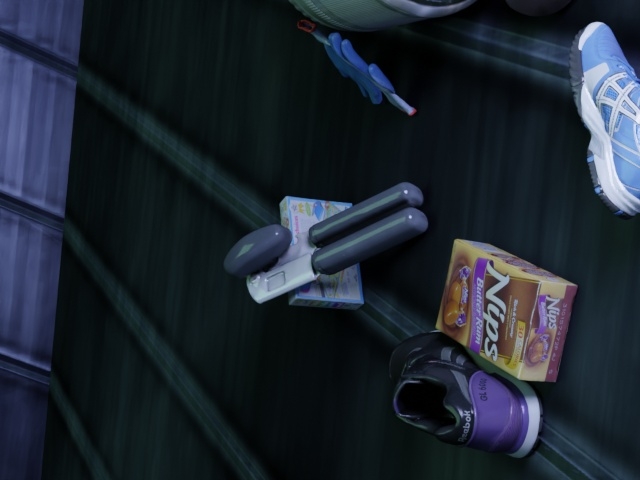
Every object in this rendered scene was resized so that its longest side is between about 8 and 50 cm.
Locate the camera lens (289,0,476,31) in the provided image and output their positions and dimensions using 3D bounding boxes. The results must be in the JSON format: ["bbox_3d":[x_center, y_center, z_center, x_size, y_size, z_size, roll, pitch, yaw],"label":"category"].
[{"bbox_3d":[0.079,-0.370,1.568,0.274,0.219,0.219,-173,89,-65],"label":"camera lens"}]

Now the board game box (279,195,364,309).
[{"bbox_3d":[0.001,0.017,1.792,0.026,0.103,0.154,136,135,-54],"label":"board game box"}]

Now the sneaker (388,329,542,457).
[{"bbox_3d":[0.126,0.161,1.467,0.283,0.124,0.107,-159,77,-65],"label":"sneaker"}]

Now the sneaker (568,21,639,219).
[{"bbox_3d":[0.297,-0.124,1.241,0.081,0.080,0.211,-30,56,35],"label":"sneaker"}]

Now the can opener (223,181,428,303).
[{"bbox_3d":[0.000,0.000,1.676,0.283,0.095,0.076,-26,57,30],"label":"can opener"}]

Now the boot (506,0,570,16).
[{"bbox_3d":[0.266,-0.378,1.319,0.305,0.112,0.115,122,155,-47],"label":"boot"}]

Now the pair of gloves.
[{"bbox_3d":[0.047,-0.225,1.707,0.023,0.159,0.198,-49,29,0],"label":"pair of gloves"}]

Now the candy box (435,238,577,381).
[{"bbox_3d":[0.199,0.073,1.415,0.186,0.053,0.109,29,110,62],"label":"candy box"}]
